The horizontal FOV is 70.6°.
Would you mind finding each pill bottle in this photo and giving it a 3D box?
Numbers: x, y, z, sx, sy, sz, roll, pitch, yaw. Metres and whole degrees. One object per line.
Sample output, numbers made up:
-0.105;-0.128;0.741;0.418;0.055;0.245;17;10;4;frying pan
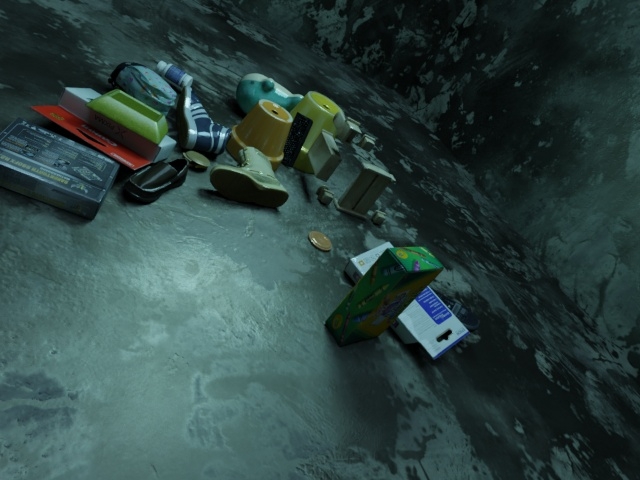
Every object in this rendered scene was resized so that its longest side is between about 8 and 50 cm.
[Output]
-0.529;-0.593;1.630;0.120;0.067;0.067;31;30;-10;pill bottle

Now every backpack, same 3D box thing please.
-0.537;-0.464;1.397;0.182;0.115;0.152;47;29;11;backpack

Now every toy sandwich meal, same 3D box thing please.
-0.369;-0.236;1.344;0.086;0.029;0.085;31;19;-12;toy sandwich meal

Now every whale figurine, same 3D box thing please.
-0.202;-0.548;1.789;0.272;0.216;0.141;16;73;-1;whale figurine

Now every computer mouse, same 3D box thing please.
0.376;0.218;1.457;0.272;0.072;0.189;35;30;21;computer mouse

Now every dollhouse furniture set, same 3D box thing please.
0.148;-0.264;1.646;0.356;0.303;0.173;19;34;-29;dollhouse furniture set

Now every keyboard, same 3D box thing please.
-0.109;-0.368;1.636;0.100;0.191;0.038;30;19;10;keyboard

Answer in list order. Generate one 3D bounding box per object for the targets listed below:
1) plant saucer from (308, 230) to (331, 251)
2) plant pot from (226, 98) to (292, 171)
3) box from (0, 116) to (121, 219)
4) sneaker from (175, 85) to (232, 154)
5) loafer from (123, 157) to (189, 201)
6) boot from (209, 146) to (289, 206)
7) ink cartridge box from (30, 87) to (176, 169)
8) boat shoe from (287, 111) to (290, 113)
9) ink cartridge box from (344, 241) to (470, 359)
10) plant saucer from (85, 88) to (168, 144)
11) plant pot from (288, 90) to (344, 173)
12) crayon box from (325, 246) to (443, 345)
0.000;0.000;1.413;0.084;0.013;0.083;27;31;-18;plant saucer
-0.194;-0.367;1.545;0.205;0.188;0.205;27;31;-18;plant pot
-0.578;-0.158;0.985;0.231;0.056;0.183;23;33;-23;box
-0.377;-0.383;1.462;0.153;0.099;0.282;9;47;-32;sneaker
-0.412;-0.168;1.149;0.080;0.078;0.220;36;30;-2;loafer
-0.235;-0.213;1.381;0.262;0.095;0.203;12;39;-39;boot
-0.540;-0.294;1.161;0.275;0.060;0.239;32;15;-9;ink cartridge box
-0.089;-0.571;2.003;0.342;0.123;0.123;11;39;-37;boat shoe
0.251;0.175;1.335;0.176;0.069;0.371;-22;60;-36;ink cartridge box
-0.492;-0.337;1.189;0.189;0.045;0.188;28;16;-21;plant saucer
-0.037;-0.427;1.745;0.254;0.239;0.253;27;32;-18;plant pot
0.155;0.137;1.118;0.166;0.278;0.081;-1;46;-47;crayon box
